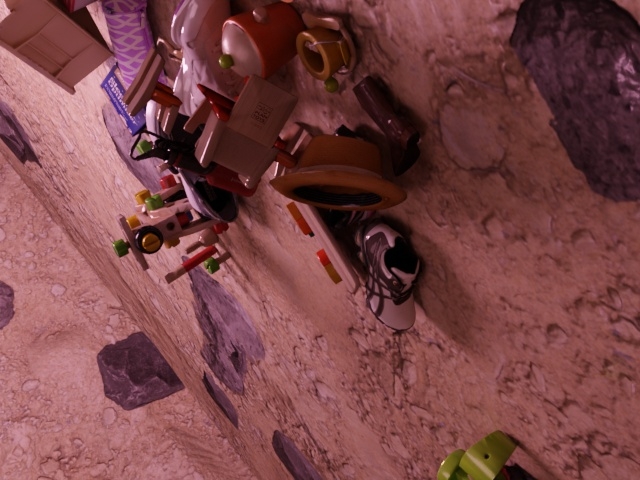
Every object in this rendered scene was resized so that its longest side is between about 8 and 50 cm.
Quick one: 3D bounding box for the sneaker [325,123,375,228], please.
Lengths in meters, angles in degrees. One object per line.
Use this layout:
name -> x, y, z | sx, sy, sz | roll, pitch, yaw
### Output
sneaker -> 0.036, -0.081, 1.270 | 0.072, 0.077, 0.178 | 35, 149, 37

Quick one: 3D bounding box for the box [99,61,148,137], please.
box -> -0.407, -0.308, 1.878 | 0.136, 0.036, 0.225 | 59, 155, -8

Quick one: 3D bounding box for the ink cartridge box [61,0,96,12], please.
ink cartridge box -> -0.462, -0.576, 1.520 | 0.283, 0.117, 0.207 | 55, 158, 0

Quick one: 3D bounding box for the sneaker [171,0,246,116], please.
sneaker -> -0.149, -0.284, 1.360 | 0.152, 0.114, 0.305 | 30, 152, 10

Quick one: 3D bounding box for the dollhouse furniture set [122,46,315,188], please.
dollhouse furniture set -> -0.120, -0.178, 1.225 | 0.262, 0.135, 0.259 | 25, -169, -24

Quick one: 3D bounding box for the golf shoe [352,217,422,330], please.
golf shoe -> 0.112, 0.064, 1.319 | 0.094, 0.077, 0.198 | 20, 140, 53

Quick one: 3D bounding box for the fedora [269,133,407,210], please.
fedora -> 0.026, -0.093, 1.162 | 0.194, 0.194, 0.079 | 167, 113, -65

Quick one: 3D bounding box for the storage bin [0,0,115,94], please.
storage bin -> -0.548, -0.455, 1.654 | 0.262, 0.123, 0.260 | 59, -171, 24

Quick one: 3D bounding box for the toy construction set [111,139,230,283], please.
toy construction set -> -0.344, -0.012, 1.892 | 0.257, 0.237, 0.309 | 37, 151, 37

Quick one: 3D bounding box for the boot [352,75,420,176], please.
boot -> 0.082, -0.150, 1.146 | 0.114, 0.037, 0.106 | 50, 157, 21

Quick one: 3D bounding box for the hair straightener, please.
hair straightener -> -0.190, -0.113, 1.261 | 0.089, 0.230, 0.047 | 37, 108, 35

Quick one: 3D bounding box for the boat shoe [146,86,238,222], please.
boat shoe -> -0.231, -0.152, 1.657 | 0.102, 0.108, 0.301 | 33, 151, 42

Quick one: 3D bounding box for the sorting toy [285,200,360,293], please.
sorting toy -> 0.000, 0.000, 1.407 | 0.193, 0.038, 0.208 | 58, 179, 2

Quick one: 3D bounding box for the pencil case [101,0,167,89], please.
pencil case -> -0.339, -0.365, 1.617 | 0.088, 0.086, 0.206 | 18, 145, 19

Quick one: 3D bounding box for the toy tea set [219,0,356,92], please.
toy tea set -> -0.089, -0.334, 1.114 | 0.200, 0.124, 0.336 | 21, 139, 53

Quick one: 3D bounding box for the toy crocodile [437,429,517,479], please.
toy crocodile -> 0.281, 0.433, 1.474 | 0.115, 0.105, 0.340 | 35, 154, 39

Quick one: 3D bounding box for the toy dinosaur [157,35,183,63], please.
toy dinosaur -> -0.228, -0.324, 1.493 | 0.092, 0.053, 0.183 | 40, 170, 18
